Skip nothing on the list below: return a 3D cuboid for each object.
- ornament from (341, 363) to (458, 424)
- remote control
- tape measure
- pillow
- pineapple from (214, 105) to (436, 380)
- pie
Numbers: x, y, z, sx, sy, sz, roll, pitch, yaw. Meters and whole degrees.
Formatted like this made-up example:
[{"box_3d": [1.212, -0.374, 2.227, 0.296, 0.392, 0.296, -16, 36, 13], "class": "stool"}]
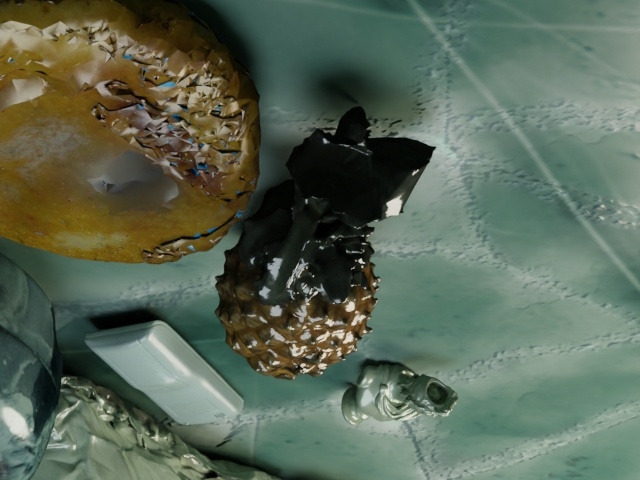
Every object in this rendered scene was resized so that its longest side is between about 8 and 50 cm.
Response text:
[{"box_3d": [0.059, 0.120, 1.511, 0.068, 0.041, 0.092, 20, 155, -17], "class": "ornament"}, {"box_3d": [-0.118, 0.104, 1.504, 0.061, 0.029, 0.162, -10, 147, 22], "class": "remote control"}, {"box_3d": [-0.318, 0.085, 1.377, 0.275, 0.147, 0.256, 7, 147, 0], "class": "tape measure"}, {"box_3d": [-0.200, 0.248, 1.591, 0.283, 0.138, 0.310, -46, 139, 4], "class": "pillow"}, {"box_3d": [0.000, 0.000, 1.247, 0.111, 0.119, 0.237, 10, 153, -9], "class": "pineapple"}, {"box_3d": [-0.155, -0.067, 1.183, 0.273, 0.069, 0.273, 1, 151, 0], "class": "pie"}]
